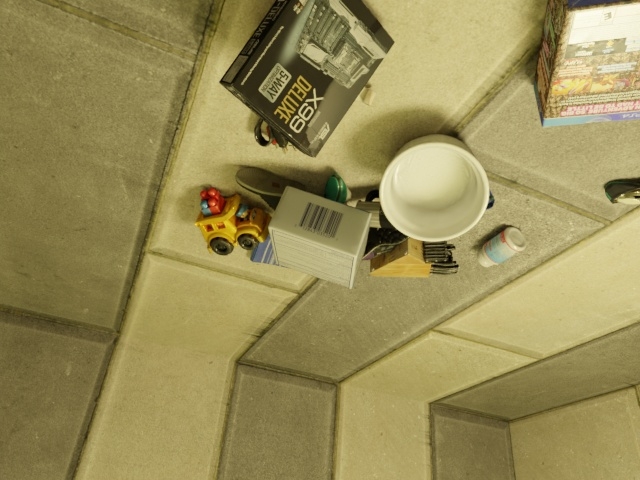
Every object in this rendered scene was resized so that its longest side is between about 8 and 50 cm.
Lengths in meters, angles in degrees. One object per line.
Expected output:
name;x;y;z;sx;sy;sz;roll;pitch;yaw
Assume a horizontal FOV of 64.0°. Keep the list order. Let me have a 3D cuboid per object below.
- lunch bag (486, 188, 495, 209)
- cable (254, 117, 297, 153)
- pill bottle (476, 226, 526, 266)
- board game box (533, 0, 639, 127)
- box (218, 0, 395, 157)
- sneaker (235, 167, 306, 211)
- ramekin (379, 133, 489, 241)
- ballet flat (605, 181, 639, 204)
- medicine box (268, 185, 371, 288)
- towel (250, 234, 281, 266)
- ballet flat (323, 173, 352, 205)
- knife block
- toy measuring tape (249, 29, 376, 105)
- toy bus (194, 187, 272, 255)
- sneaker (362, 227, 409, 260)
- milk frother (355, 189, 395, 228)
lunch bag;0.435;-0.124;1.513;0.128;0.097;0.151;-17;159;27
cable;-0.120;-0.339;1.318;0.139;0.072;0.287;11;138;23
pill bottle;0.603;0.027;1.717;0.087;0.087;0.160;18;145;-19
board game box;0.578;-0.390;1.030;0.231;0.141;0.291;-2;146;12
box;-0.020;-0.363;1.041;0.242;0.308;0.076;36;178;-38
sneaker;-0.165;-0.143;1.572;0.221;0.083;0.118;16;146;-18
ramekin;0.301;-0.148;1.366;0.276;0.135;0.278;5;119;10
ballet flat;0.916;-0.135;1.440;0.203;0.074;0.074;-5;146;15
medicine box;0.000;0.000;1.546;0.263;0.149;0.289;18;158;8
towel;-0.084;0.054;1.903;0.335;0.040;0.243;12;147;-11
ballet flat;0.049;-0.127;1.587;0.087;0.083;0.247;-10;153;-23
knife block;0.346;0.082;1.836;0.242;0.088;0.275;28;140;-30
toy measuring tape;-0.003;-0.382;1.145;0.329;0.122;0.121;21;144;-22
toy bus;-0.293;-0.080;1.657;0.220;0.150;0.212;-10;128;19
sneaker;0.224;-0.014;1.728;0.283;0.107;0.124;-26;160;34
milk frother;0.192;-0.070;1.571;0.134;0.129;0.143;6;136;24
